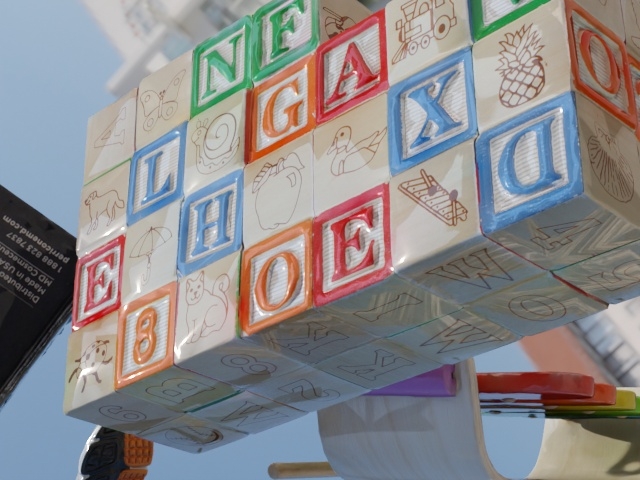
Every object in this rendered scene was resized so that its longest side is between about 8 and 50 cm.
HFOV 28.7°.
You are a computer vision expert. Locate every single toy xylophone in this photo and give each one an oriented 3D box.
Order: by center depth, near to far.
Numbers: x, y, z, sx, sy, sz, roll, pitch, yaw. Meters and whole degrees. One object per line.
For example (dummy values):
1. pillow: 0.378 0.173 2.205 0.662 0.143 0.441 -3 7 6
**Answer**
1. toy xylophone: 0.106 0.128 0.845 0.323 0.236 0.081 19 -109 -56

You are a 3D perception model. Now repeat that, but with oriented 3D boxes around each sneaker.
1. sneaker: -0.304 0.321 1.758 0.099 0.262 0.121 7 -154 -23

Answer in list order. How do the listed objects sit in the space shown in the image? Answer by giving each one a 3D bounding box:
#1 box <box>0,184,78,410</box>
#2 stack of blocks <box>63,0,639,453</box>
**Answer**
1. box: -0.316 0.115 0.797 0.183 0.296 0.294 35 -120 -8
2. stack of blocks: 0.011 -0.027 0.569 0.087 0.297 0.171 26 -127 -39
